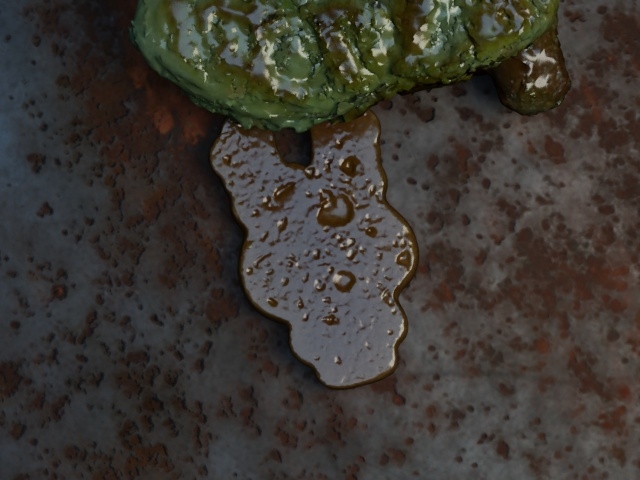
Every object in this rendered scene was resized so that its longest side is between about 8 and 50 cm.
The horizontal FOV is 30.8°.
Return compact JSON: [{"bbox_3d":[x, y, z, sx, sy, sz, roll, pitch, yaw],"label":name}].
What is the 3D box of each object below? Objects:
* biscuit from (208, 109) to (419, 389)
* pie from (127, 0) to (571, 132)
[{"bbox_3d":[0.000,0.000,1.145,0.185,0.044,0.295,-12,84,4],"label":"biscuit"},{"bbox_3d":[0.030,-0.298,1.090,0.417,0.180,0.396,0,80,1],"label":"pie"}]
